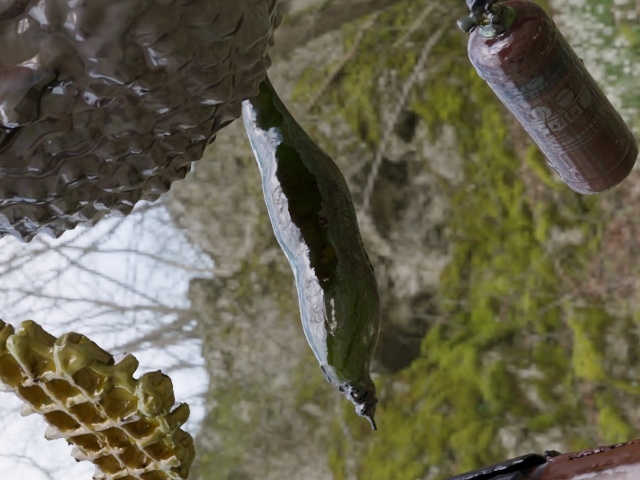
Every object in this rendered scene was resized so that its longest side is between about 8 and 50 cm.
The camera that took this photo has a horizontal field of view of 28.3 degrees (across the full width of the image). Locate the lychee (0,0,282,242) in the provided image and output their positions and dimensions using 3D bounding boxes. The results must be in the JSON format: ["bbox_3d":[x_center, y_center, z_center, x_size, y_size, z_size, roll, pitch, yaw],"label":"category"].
[{"bbox_3d":[-0.207,-0.196,0.928,0.432,0.380,0.380,-90,-21,-52],"label":"lychee"}]

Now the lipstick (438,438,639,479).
[{"bbox_3d":[0.188,0.157,0.783,0.077,0.418,0.077,30,-130,-43],"label":"lipstick"}]

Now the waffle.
[{"bbox_3d":[-0.173,0.137,0.954,0.192,0.161,0.046,91,-166,-45],"label":"waffle"}]

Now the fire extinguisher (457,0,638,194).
[{"bbox_3d":[0.258,-0.199,1.436,0.344,0.138,0.102,45,-161,-37],"label":"fire extinguisher"}]

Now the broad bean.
[{"bbox_3d":[0.000,0.000,1.103,0.061,0.077,0.339,10,-122,-55],"label":"broad bean"}]
